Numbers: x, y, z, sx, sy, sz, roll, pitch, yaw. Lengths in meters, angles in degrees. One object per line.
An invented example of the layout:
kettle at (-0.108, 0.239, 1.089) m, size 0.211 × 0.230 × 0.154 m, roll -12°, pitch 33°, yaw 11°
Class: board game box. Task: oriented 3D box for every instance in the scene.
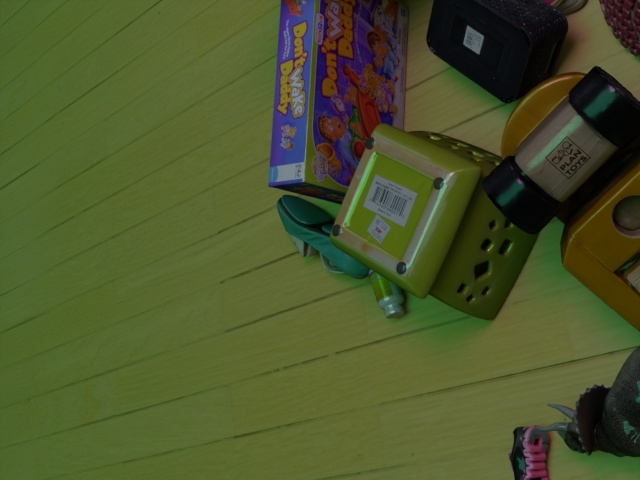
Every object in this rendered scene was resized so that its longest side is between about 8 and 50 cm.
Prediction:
board game box at (0.035, -0.237, 1.350) m, size 0.078 × 0.233 × 0.347 m, roll -3°, pitch 80°, yaw 42°

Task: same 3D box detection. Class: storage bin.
storage bin at (0.249, -0.298, 1.217) m, size 0.180 × 0.084 × 0.122 m, roll 42°, pitch 147°, yaw 28°

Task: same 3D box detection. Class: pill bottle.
pill bottle at (0.108, 0.082, 1.353) m, size 0.043 × 0.043 × 0.083 m, roll -33°, pitch 61°, yaw 34°

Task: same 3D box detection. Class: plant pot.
plant pot at (0.159, -0.037, 1.220) m, size 0.228 × 0.207 × 0.227 m, roll 33°, pitch 105°, yaw 42°

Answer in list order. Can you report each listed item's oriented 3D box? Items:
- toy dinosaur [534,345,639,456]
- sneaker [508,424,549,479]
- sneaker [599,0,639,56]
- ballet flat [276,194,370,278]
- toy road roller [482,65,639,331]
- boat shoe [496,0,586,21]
toy dinosaur at (0.411, 0.183, 0.996) m, size 0.160 × 0.121 × 0.313 m, roll 42°, pitch 113°, yaw 10°
sneaker at (0.281, 0.312, 1.162) m, size 0.057 × 0.047 × 0.119 m, roll -4°, pitch 77°, yaw 62°
sneaker at (0.469, -0.279, 1.061) m, size 0.112 × 0.121 × 0.299 m, roll -40°, pitch 51°, yaw -5°
ballet flat at (0.000, 0.000, 1.446) m, size 0.247 × 0.083 × 0.087 m, roll 31°, pitch 117°, yaw 43°
toy road roller at (0.379, -0.071, 1.067) m, size 0.329 × 0.240 × 0.202 m, roll 41°, pitch 115°, yaw -1°
boat shoe at (0.303, -0.347, 1.245) m, size 0.170 × 0.059 × 0.063 m, roll -17°, pitch 71°, yaw 40°
